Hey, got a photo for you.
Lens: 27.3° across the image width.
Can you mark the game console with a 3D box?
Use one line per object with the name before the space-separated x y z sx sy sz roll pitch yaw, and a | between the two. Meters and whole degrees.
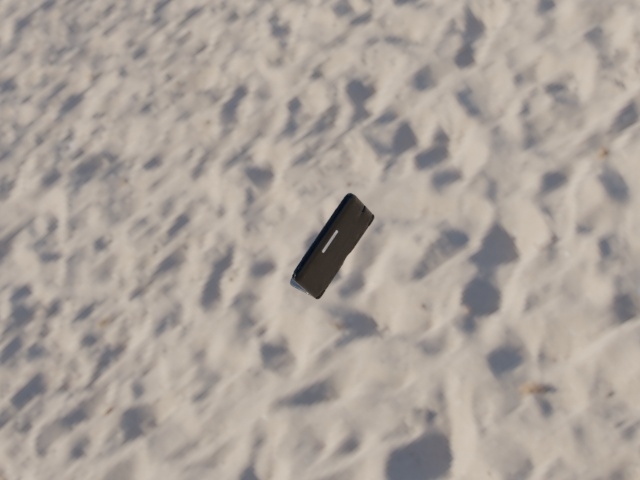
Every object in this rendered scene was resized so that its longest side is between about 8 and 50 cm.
game console | 0.000 0.000 1.555 0.071 0.107 0.122 30 83 31
